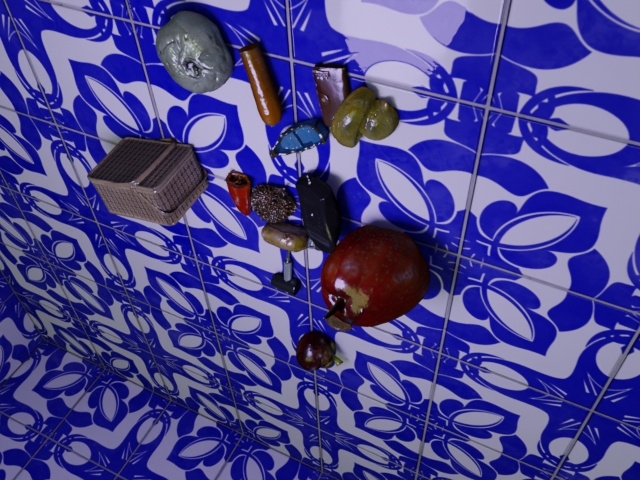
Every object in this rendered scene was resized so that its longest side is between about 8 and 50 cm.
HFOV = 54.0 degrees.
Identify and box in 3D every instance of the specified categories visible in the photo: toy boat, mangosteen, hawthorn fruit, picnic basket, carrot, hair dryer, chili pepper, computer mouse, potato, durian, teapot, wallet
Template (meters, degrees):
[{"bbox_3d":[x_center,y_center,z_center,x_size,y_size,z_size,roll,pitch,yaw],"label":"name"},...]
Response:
[{"bbox_3d":[-0.063,-0.269,1.699,0.185,0.077,0.075,-8,127,42],"label":"toy boat"},{"bbox_3d":[-0.003,0.416,2.382,0.181,0.156,0.146,0,111,-2],"label":"mangosteen"},{"bbox_3d":[0.129,0.119,1.767,0.284,0.369,0.285,27,133,34],"label":"hawthorn fruit"},{"bbox_3d":[-0.548,-0.201,2.014,0.312,0.228,0.175,12,141,28],"label":"picnic basket"},{"bbox_3d":[-0.150,-0.397,1.633,0.067,0.067,0.225,7,135,31],"label":"carrot"},{"bbox_3d":[-0.119,0.100,2.184,0.100,0.057,0.198,21,133,16],"label":"hair dryer"},{"bbox_3d":[-0.249,-0.138,2.004,0.088,0.065,0.169,33,152,28],"label":"chili pepper"},{"bbox_3d":[0.005,-0.090,1.841,0.147,0.088,0.264,30,146,42],"label":"computer mouse"},{"bbox_3d":[-0.109,-0.013,1.997,0.170,0.107,0.080,19,106,14],"label":"potato"},{"bbox_3d":[-0.153,-0.109,1.933,0.148,0.091,0.188,40,141,-8],"label":"durian"},{"bbox_3d":[0.000,0.000,1.956,0.066,0.088,0.057,-131,38,-56],"label":"teapot"},{"bbox_3d":[0.035,-0.356,1.572,0.095,0.026,0.176,11,139,25],"label":"wallet"}]

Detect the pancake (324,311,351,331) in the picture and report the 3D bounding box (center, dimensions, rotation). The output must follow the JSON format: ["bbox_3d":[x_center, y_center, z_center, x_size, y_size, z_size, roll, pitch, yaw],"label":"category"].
[{"bbox_3d":[0.063,0.295,2.288,0.114,0.011,0.115,20,139,18],"label":"pancake"}]

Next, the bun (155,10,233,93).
[{"bbox_3d":[-0.337,-0.483,1.639,0.221,0.108,0.221,21,141,18],"label":"bun"}]

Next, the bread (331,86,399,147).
[{"bbox_3d":[0.106,-0.280,1.557,0.149,0.065,0.188,27,136,-13],"label":"bread"}]
